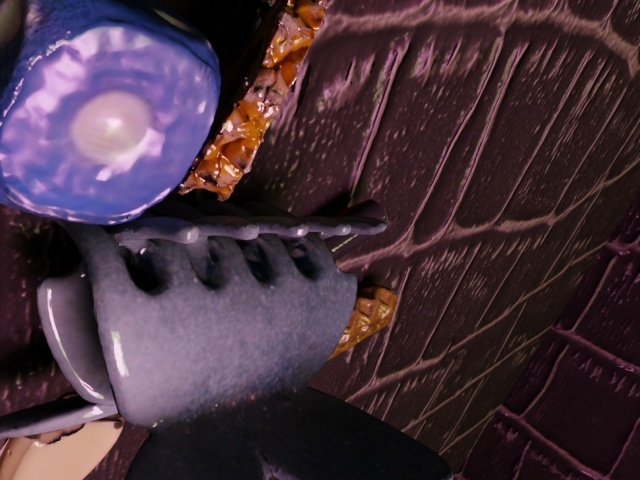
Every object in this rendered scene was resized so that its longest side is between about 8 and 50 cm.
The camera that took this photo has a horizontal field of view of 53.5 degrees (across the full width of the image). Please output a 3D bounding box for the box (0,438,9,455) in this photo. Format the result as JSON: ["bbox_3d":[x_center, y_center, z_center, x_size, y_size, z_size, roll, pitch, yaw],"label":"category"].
[{"bbox_3d":[-0.348,0.268,0.551,0.129,0.033,0.247,-58,-170,15],"label":"box"}]

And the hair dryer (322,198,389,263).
[{"bbox_3d":[0.022,0.059,0.849,0.173,0.050,0.195,-32,135,-16],"label":"hair dryer"}]

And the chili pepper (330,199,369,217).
[{"bbox_3d":[0.000,0.000,0.844,0.178,0.027,0.045,-44,134,-7],"label":"chili pepper"}]

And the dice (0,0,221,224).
[{"bbox_3d":[-0.164,-0.103,0.424,0.143,0.146,0.146,12,115,-53],"label":"dice"}]

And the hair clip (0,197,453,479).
[{"bbox_3d":[-0.100,0.086,0.596,0.318,0.392,0.238,-1,99,-48],"label":"hair clip"}]

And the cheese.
[{"bbox_3d":[-0.332,0.281,0.717,0.255,0.050,0.127,-53,148,6],"label":"cheese"}]

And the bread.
[{"bbox_3d":[-0.025,0.156,0.937,0.367,0.077,0.084,-26,140,-34],"label":"bread"}]

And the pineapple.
[{"bbox_3d":[-0.050,-0.128,0.511,0.047,0.221,0.221,27,105,-18],"label":"pineapple"}]
